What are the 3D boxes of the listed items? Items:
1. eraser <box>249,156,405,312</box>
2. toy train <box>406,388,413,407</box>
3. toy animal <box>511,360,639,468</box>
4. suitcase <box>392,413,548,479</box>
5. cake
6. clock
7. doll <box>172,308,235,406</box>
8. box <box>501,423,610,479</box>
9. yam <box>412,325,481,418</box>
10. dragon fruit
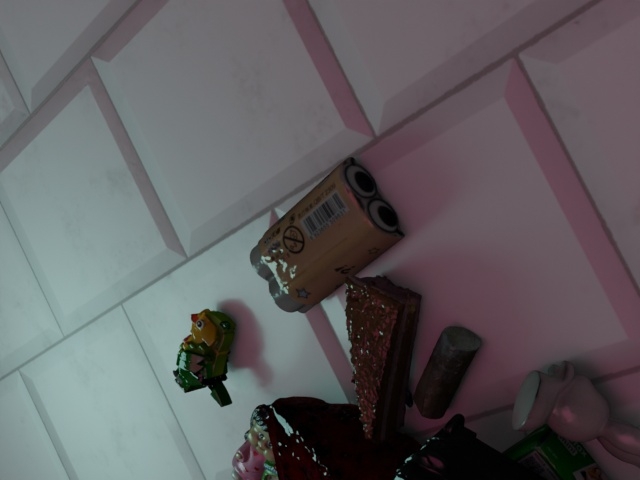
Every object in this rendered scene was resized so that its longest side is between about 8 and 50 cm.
[{"bbox_3d":[0.000,0.000,1.480,0.290,0.087,0.171,-41,76,38],"label":"eraser"},{"bbox_3d":[0.144,0.265,1.496,0.017,0.017,0.083,-44,76,31],"label":"toy train"},{"bbox_3d":[0.414,0.262,1.242,0.220,0.131,0.104,20,148,6],"label":"toy animal"},{"bbox_3d":[0.260,0.489,1.254,0.345,0.188,0.339,26,123,28],"label":"suitcase"},{"bbox_3d":[0.116,0.203,1.420,0.112,0.116,0.295,3,100,38],"label":"cake"},{"bbox_3d":[-0.081,0.443,1.682,0.194,0.100,0.196,36,126,19],"label":"clock"},{"bbox_3d":[-0.235,0.238,1.728,0.134,0.106,0.186,13,96,29],"label":"doll"},{"bbox_3d":[0.346,0.424,1.335,0.180,0.103,0.250,53,128,12],"label":"box"},{"bbox_3d":[0.209,0.225,1.400,0.068,0.068,0.169,35,122,24],"label":"yam"},{"bbox_3d":[0.050,0.454,1.564,0.286,0.228,0.329,40,140,41],"label":"dragon fruit"}]
